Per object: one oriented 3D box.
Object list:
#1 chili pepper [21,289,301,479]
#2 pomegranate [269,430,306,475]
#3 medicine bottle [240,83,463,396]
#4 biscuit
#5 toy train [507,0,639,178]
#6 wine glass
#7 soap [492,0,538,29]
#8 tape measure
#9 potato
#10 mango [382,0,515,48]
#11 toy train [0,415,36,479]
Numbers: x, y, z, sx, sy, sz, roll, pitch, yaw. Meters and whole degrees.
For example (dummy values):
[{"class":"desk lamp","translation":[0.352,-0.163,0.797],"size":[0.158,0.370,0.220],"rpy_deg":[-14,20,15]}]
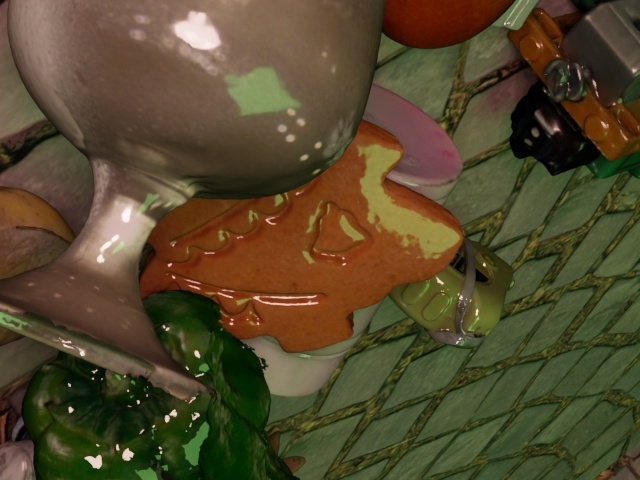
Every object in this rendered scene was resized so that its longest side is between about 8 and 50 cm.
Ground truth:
[{"class":"chili pepper","translation":[-0.113,0.180,1.137],"size":[0.167,0.213,0.385],"rpy_deg":[-6,151,13]},{"class":"pomegranate","translation":[-0.086,0.284,1.619],"size":[0.152,0.131,0.191],"rpy_deg":[-65,169,27]},{"class":"medicine bottle","translation":[0.000,0.000,1.265],"size":[0.152,0.152,0.254],"rpy_deg":[-9,138,-49]},{"class":"biscuit","translation":[-0.048,-0.033,1.122],"size":[0.283,0.043,0.306],"rpy_deg":[-16,123,10]},{"class":"toy train","translation":[0.337,-0.169,1.479],"size":[0.429,0.178,0.249],"rpy_deg":[-19,156,-40]},{"class":"wine glass","translation":[-0.097,-0.081,0.869],"size":[0.323,0.238,0.238],"rpy_deg":[-68,156,-10]},{"class":"soap","translation":[0.171,-0.275,1.189],"size":[0.119,0.066,0.198],"rpy_deg":[-1,132,-51]},{"class":"tape measure","translation":[0.126,0.043,1.505],"size":[0.087,0.154,0.177],"rpy_deg":[-50,-177,20]},{"class":"potato","translation":[-0.276,0.024,0.977],"size":[0.243,0.098,0.138],"rpy_deg":[-22,145,-35]},{"class":"mango","translation":[0.086,-0.255,1.038],"size":[0.146,0.129,0.289],"rpy_deg":[-13,137,0]},{"class":"toy train","translation":[-0.214,0.236,1.345],"size":[0.202,0.131,0.299],"rpy_deg":[-50,152,19]}]
